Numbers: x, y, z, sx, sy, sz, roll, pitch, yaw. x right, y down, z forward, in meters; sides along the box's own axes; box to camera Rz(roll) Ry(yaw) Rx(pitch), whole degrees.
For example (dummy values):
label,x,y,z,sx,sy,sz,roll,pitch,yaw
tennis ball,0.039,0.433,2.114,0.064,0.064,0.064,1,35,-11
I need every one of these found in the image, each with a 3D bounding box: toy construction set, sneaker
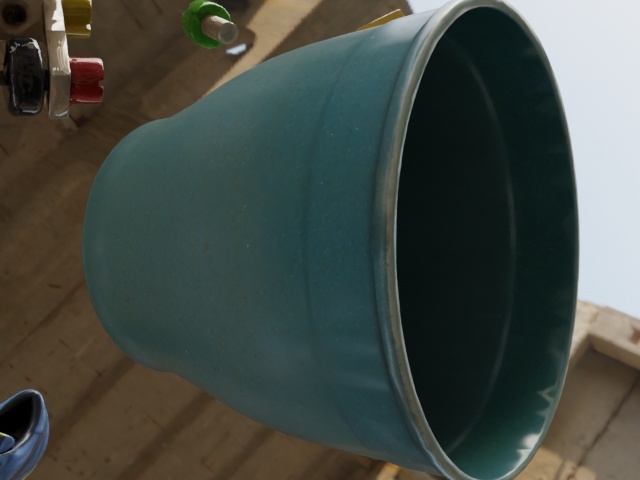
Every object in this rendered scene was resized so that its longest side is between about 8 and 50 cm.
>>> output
label,x,y,z,sx,sy,sz,roll,pitch,yaw
toy construction set,-0.270,-0.219,0.641,0.309,0.237,0.257,-29,-57,-13
sneaker,-0.289,0.196,0.678,0.082,0.069,0.209,-65,-6,35

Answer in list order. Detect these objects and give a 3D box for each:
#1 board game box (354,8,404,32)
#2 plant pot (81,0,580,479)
label,x,y,z,sx,sy,sz,roll,pitch,yaw
board game box,0.105,-0.081,1.035,0.064,0.242,0.316,-31,-91,-23
plant pot,0.000,0.000,0.550,0.272,0.255,0.271,0,-89,-56
